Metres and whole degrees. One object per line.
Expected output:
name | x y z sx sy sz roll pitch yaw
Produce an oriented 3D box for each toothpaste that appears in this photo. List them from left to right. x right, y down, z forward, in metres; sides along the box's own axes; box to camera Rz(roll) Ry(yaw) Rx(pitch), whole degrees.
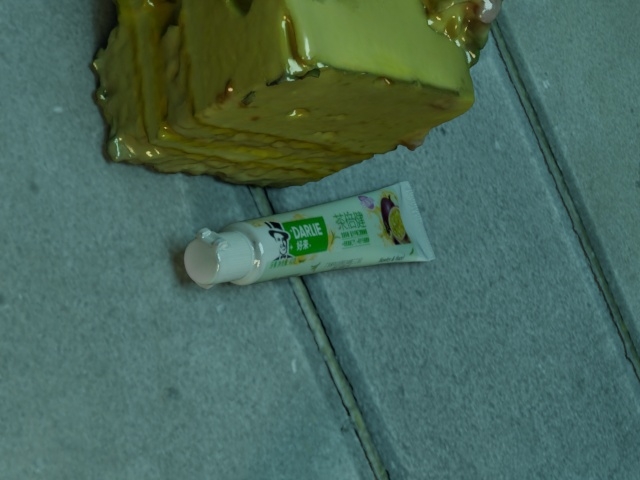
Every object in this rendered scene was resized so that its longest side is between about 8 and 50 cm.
toothpaste | 0.000 0.000 1.351 0.314 0.056 0.058 -12 124 -52

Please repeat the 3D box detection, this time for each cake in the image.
cake | -0.011 -0.186 1.226 0.227 0.286 0.223 4 72 -46
